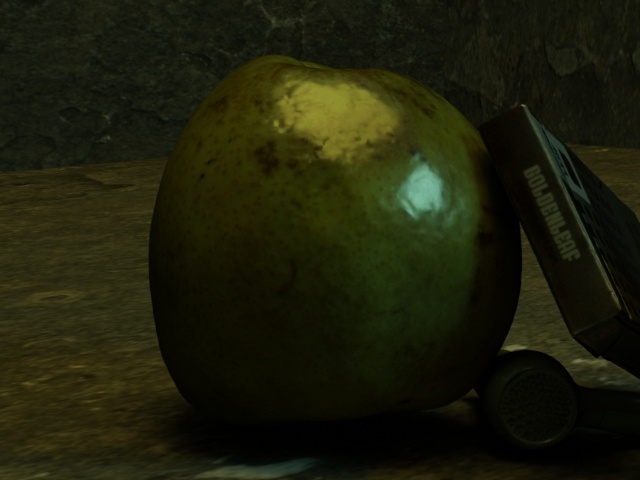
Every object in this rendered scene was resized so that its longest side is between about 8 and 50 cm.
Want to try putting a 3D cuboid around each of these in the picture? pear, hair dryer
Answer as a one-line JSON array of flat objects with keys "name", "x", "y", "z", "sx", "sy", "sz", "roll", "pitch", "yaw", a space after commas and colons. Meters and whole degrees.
[{"name": "pear", "x": 0.000, "y": 0.000, "z": 1.242, "sx": 0.304, "sy": 0.304, "sz": 0.304, "roll": 1, "pitch": 9, "yaw": 0}, {"name": "hair dryer", "x": 0.239, "y": 0.132, "z": 1.281, "sx": 0.237, "sy": 0.075, "sz": 0.206, "roll": 9, "pitch": 2, "yaw": -1}]

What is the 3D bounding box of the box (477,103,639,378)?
[{"name": "box", "x": 0.230, "y": 0.020, "z": 1.270, "sx": 0.047, "sy": 0.180, "sz": 0.325, "roll": -29, "pitch": -24, "yaw": 18}]
